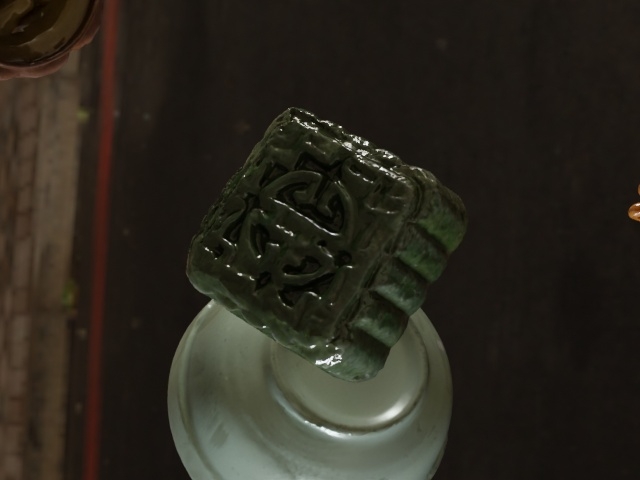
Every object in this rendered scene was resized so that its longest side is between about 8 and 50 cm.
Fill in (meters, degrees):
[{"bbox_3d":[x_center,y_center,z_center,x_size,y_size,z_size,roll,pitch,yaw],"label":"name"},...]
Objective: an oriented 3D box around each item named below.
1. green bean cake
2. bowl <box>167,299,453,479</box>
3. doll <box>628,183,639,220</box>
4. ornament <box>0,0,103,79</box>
[{"bbox_3d":[0.000,0.000,1.336,0.185,0.094,0.183,31,88,31],"label":"green bean cake"},{"bbox_3d":[0.005,0.151,1.680,0.163,0.307,0.307,127,143,-59],"label":"bowl"},{"bbox_3d":[0.421,-0.055,1.676,0.143,0.221,0.135,-43,50,39],"label":"doll"},{"bbox_3d":[-0.307,-0.211,1.353,0.218,0.235,0.221,2,65,52],"label":"ornament"}]
